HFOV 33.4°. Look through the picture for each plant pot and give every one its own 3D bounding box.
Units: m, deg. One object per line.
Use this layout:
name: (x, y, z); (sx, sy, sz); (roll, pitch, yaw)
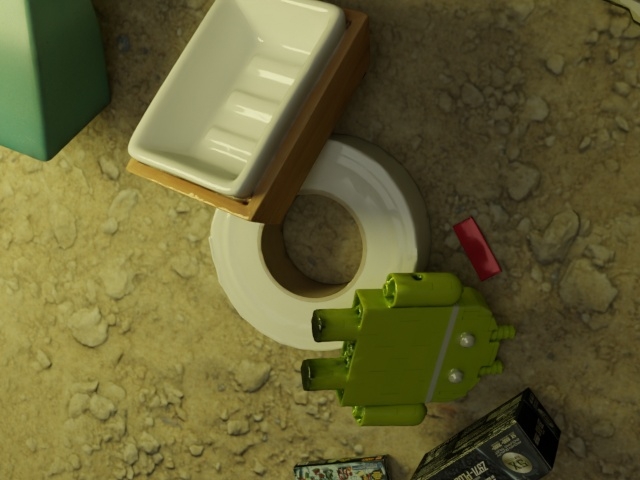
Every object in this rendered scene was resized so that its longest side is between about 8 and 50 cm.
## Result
plant pot: (-0.393, -0.263, 1.412); (0.165, 0.165, 0.234); (21, 135, 12)

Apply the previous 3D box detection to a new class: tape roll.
tape roll: (0.000, 0.000, 1.422); (0.286, 0.100, 0.286); (3, 101, 16)

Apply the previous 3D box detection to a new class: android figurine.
android figurine: (0.116, 0.140, 1.364); (0.272, 0.056, 0.248); (2, 125, -16)

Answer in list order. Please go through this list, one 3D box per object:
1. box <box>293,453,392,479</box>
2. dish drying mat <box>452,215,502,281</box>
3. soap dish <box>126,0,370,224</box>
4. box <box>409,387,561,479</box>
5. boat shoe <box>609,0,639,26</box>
box: (0.036, 0.356, 1.507); (0.137, 0.027, 0.094); (-10, 97, 18)
dish drying mat: (0.207, 0.011, 1.408); (0.032, 0.008, 0.083); (-28, 91, 20)
soap dish: (-0.085, -0.170, 1.333); (0.229, 0.118, 0.291); (22, 78, 36)
box: (0.212, 0.287, 1.379); (0.180, 0.147, 0.077); (-37, 87, 18)
boat shoe: (0.349, -0.334, 1.260); (0.302, 0.113, 0.103); (30, 105, -1)
